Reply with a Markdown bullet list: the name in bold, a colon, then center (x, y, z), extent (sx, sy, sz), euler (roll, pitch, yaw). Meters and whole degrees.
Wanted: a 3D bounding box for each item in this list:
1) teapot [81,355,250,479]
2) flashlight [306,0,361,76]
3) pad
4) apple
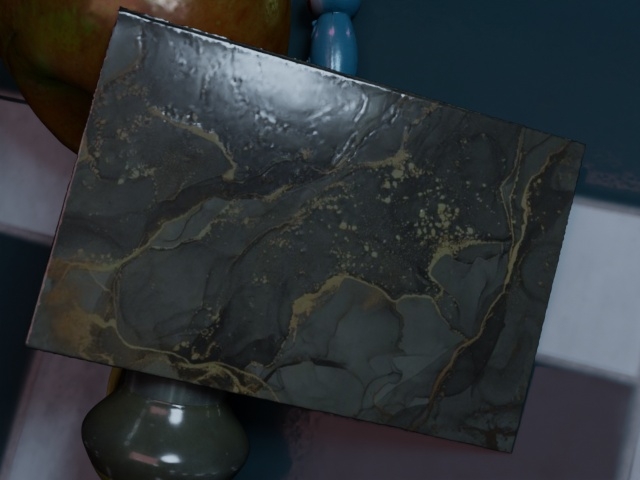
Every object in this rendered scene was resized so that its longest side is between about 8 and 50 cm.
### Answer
- **teapot**: center (-0.125, 0.130, 0.757), extent (0.165, 0.130, 0.119), euler (22, 103, 52)
- **flashlight**: center (0.013, -0.168, 0.826), extent (0.051, 0.051, 0.129), euler (-4, 79, 16)
- **pad**: center (0.000, 0.000, 0.700), extent (0.367, 0.007, 0.248), euler (15, 88, -10)
- **apple**: center (-0.137, -0.184, 0.805), extent (0.246, 0.246, 0.226), euler (24, 66, 21)
